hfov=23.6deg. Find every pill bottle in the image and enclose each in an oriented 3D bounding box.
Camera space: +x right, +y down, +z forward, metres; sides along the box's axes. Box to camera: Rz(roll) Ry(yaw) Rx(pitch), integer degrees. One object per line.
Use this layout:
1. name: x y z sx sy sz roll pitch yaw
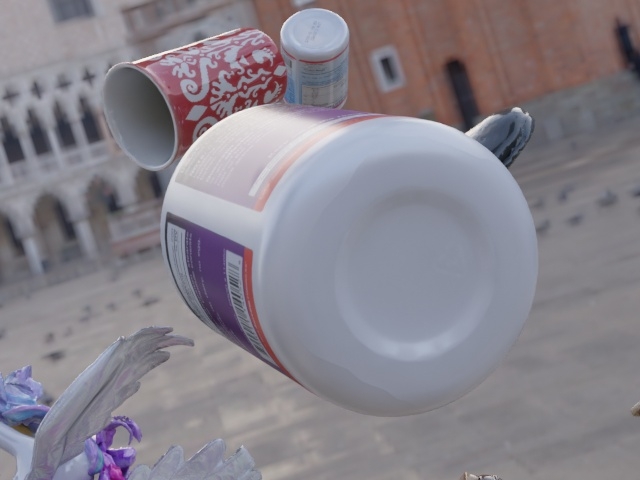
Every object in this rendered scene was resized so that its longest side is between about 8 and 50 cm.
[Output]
1. pill bottle: 0.000 0.000 1.036 0.182 0.181 0.323 -18 13 -17
2. pill bottle: -0.007 -0.214 1.969 0.087 0.087 0.160 -18 -35 -14

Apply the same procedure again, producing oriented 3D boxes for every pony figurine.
1. pony figurine: -0.271 0.253 1.567 0.363 0.302 0.351 21 60 44

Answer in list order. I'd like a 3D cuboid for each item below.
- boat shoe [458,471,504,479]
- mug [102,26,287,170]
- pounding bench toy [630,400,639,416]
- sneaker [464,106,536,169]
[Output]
1. boat shoe: 0.155 0.286 1.515 0.073 0.073 0.207 11 -24 -4
2. mug: -0.137 -0.162 1.587 0.150 0.113 0.169 34 44 30
3. pounding bench toy: 0.297 0.132 1.209 0.052 0.065 0.083 4 -42 -34
4. sneaker: 0.052 -0.045 1.471 0.330 0.146 0.122 -38 3 3
